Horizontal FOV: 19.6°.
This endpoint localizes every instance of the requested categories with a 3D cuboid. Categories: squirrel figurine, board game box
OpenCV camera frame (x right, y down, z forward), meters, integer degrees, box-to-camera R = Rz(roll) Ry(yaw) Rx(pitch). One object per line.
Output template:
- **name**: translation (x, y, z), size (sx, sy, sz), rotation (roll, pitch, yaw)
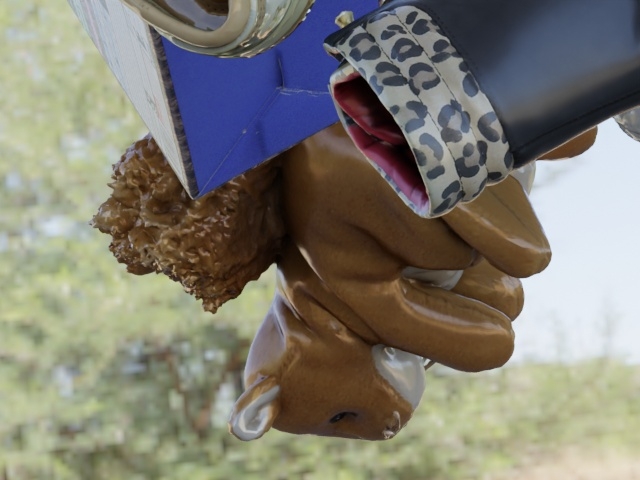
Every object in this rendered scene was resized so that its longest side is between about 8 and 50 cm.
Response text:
- **squirrel figurine**: translation (0.000, 0.000, 1.681), size (0.397, 0.281, 0.370), rotation (28, -55, -7)
- **board game box**: translation (-0.096, -0.214, 1.085), size (0.141, 0.291, 0.232), rotation (-29, -23, -10)

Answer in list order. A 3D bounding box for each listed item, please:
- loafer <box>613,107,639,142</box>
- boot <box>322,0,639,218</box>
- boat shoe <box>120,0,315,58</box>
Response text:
- **loafer**: translation (0.321, -0.058, 1.049), size (0.319, 0.112, 0.111), rotation (23, 13, 24)
- **boot**: translation (0.073, -0.116, 0.746), size (0.178, 0.236, 0.085), rotation (-26, -45, -7)
- **boat shoe**: translation (-0.111, -0.189, 0.733), size (0.104, 0.285, 0.089), rotation (-46, -2, 16)
